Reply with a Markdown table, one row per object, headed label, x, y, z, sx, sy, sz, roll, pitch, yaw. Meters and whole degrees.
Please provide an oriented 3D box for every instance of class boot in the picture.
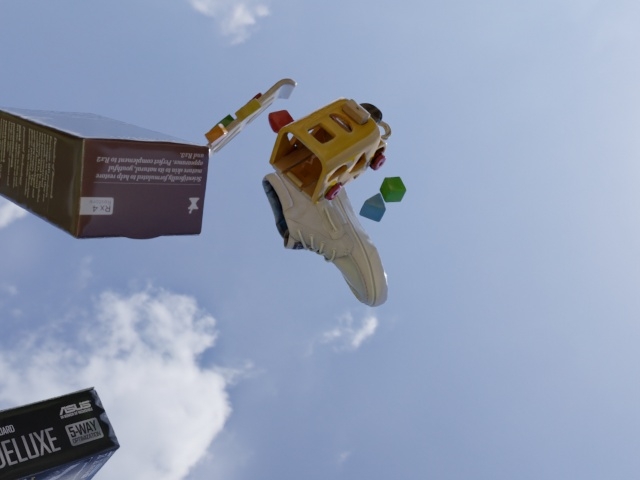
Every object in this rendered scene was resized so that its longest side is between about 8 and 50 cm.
| label | x | y | z | sx | sy | sz | roll | pitch | yaw |
| --- | --- | --- | --- | --- | --- | --- | --- | --- | --- |
| boot | 0.000 | 0.000 | 1.176 | 0.124 | 0.095 | 0.258 | -22 | -99 | -26 |

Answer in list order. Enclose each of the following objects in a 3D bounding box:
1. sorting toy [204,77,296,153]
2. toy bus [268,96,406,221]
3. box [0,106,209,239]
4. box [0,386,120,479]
| label | x | y | z | sx | sy | sz | roll | pitch | yaw |
| --- | --- | --- | --- | --- | --- | --- | --- | --- | --- |
| sorting toy | -0.148 | -0.227 | 1.394 | 0.229 | 0.307 | 0.041 | -38 | -84 | -3 |
| toy bus | 0.031 | -0.140 | 1.035 | 0.191 | 0.104 | 0.202 | 7 | -128 | -14 |
| box | -0.350 | -0.110 | 1.134 | 0.382 | 0.191 | 0.143 | 22 | -72 | 45 |
| box | -0.381 | 0.282 | 0.781 | 0.307 | 0.243 | 0.076 | -48 | -117 | 36 |
